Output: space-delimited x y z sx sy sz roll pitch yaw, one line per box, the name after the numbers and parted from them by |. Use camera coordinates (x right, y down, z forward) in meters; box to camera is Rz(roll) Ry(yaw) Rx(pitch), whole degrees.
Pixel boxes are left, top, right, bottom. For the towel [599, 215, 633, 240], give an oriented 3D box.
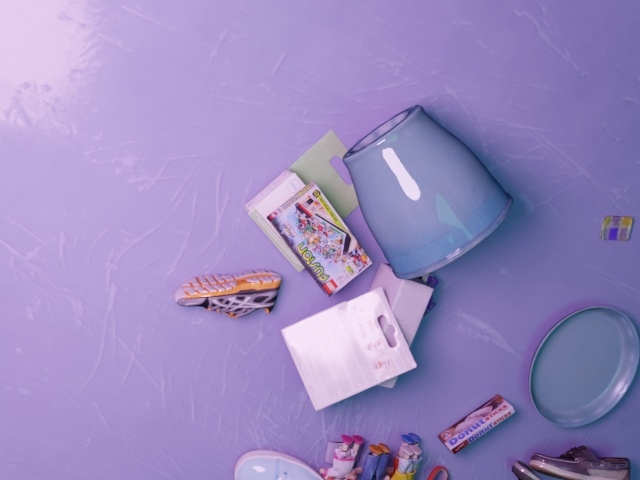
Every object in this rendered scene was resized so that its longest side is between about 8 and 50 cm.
0.698 -0.028 1.870 0.083 0.009 0.060 3 106 -22 | towel

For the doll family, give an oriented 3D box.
0.132 0.529 1.758 0.263 0.118 0.163 8 106 -30 | doll family

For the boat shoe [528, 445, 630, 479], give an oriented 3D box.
0.655 0.562 1.998 0.285 0.103 0.092 15 76 -13 | boat shoe

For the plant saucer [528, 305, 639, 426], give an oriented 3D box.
0.633 0.302 1.932 0.317 0.044 0.318 -7 109 -19 | plant saucer

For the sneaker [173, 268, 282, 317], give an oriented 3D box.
-0.177 0.112 1.544 0.215 0.084 0.083 -4 113 -21 | sneaker

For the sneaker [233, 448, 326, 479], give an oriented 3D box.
-0.021 0.562 1.646 0.366 0.150 0.135 31 88 1 | sneaker

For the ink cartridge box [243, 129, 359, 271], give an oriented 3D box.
-0.010 -0.077 1.562 0.235 0.056 0.171 -41 116 -3 | ink cartridge box

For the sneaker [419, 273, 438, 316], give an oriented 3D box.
0.213 0.152 1.713 0.071 0.068 0.170 14 101 -30 | sneaker

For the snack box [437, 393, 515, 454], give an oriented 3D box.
0.364 0.429 1.857 0.178 0.064 0.022 -32 117 -9 | snack box

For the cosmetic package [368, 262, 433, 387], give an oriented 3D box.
0.140 0.176 1.665 0.085 0.117 0.231 18 101 -26 | cosmetic package

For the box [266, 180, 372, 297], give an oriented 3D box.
0.000 0.000 1.539 0.114 0.036 0.207 -39 117 -4 | box

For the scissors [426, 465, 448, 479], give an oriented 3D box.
0.238 0.658 1.820 0.109 0.021 0.297 52 53 -18 | scissors

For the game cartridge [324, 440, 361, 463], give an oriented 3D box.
0.051 0.476 1.781 0.083 0.017 0.056 4 109 -22 | game cartridge

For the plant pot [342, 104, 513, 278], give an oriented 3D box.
0.184 -0.108 1.526 0.271 0.271 0.255 -37 100 -6 | plant pot

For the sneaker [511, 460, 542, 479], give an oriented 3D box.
0.517 0.647 1.974 0.118 0.083 0.222 -43 117 -3 | sneaker

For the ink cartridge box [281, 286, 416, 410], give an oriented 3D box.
0.056 0.219 1.611 0.224 0.056 0.181 -24 83 1 | ink cartridge box
